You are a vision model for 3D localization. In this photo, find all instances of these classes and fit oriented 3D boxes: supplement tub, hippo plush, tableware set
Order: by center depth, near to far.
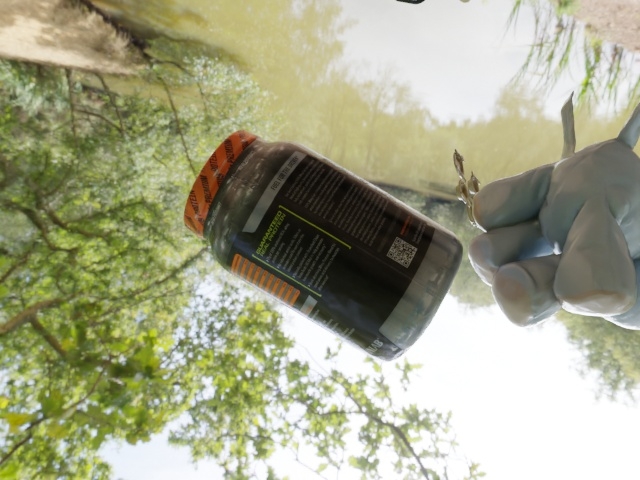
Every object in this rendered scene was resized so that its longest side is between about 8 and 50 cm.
[{"bbox_3d":[0.358,-0.009,0.606,0.237,0.293,0.234,19,175,-27],"label":"hippo plush"},{"bbox_3d":[0.000,0.000,0.638,0.338,0.207,0.207,31,-173,2],"label":"supplement tub"},{"bbox_3d":[0.343,-0.122,1.072,0.020,0.168,0.141,-15,141,33],"label":"tableware set"}]

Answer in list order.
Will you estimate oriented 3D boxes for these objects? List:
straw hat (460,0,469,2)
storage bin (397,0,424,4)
[{"bbox_3d":[0.178,-0.414,0.671,0.061,0.144,0.144,-16,-174,1],"label":"straw hat"},{"bbox_3d":[0.169,-0.521,0.832,0.098,0.135,0.091,37,-174,40],"label":"storage bin"}]
